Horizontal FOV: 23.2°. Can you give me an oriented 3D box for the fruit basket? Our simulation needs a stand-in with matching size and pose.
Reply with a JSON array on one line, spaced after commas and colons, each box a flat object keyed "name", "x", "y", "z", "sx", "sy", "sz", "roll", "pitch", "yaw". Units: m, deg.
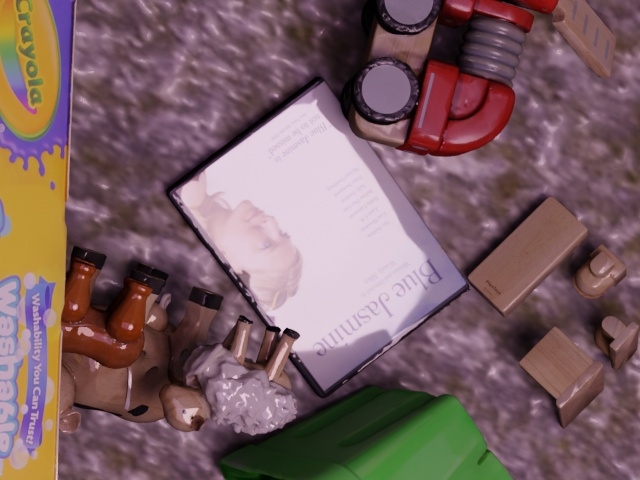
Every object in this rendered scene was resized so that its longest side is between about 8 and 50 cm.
[{"name": "fruit basket", "x": 0.026, "y": 0.357, "z": 1.420, "sx": 0.392, "sy": 0.283, "sz": 0.392, "roll": 1, "pitch": 88, "yaw": -26}]

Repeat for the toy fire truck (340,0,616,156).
[{"name": "toy fire truck", "x": 0.158, "y": -0.172, "z": 1.410, "sx": 0.246, "sy": 0.158, "sz": 0.217, "roll": 14, "pitch": 88, "yaw": -5}]

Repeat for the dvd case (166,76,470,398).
[{"name": "dvd case", "x": 0.000, "y": 0.000, "z": 1.462, "sx": 0.180, "sy": 0.022, "sz": 0.253, "roll": -37, "pitch": 105, "yaw": -4}]

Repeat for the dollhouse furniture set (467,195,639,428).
[{"name": "dollhouse furniture set", "x": 0.232, "y": 0.072, "z": 1.520, "sx": 0.144, "sy": 0.123, "sz": 0.151, "roll": -44, "pitch": 71, "yaw": -4}]

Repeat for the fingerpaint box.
[{"name": "fingerpaint box", "x": -0.366, "y": 0.013, "z": 1.163, "sx": 0.163, "sy": 0.371, "sz": 0.444, "roll": 3, "pitch": 89, "yaw": -50}]

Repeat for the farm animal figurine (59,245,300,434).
[{"name": "farm animal figurine", "x": -0.226, "y": 0.088, "z": 1.332, "sx": 0.327, "sy": 0.330, "sz": 0.172, "roll": 20, "pitch": 91, "yaw": -43}]
